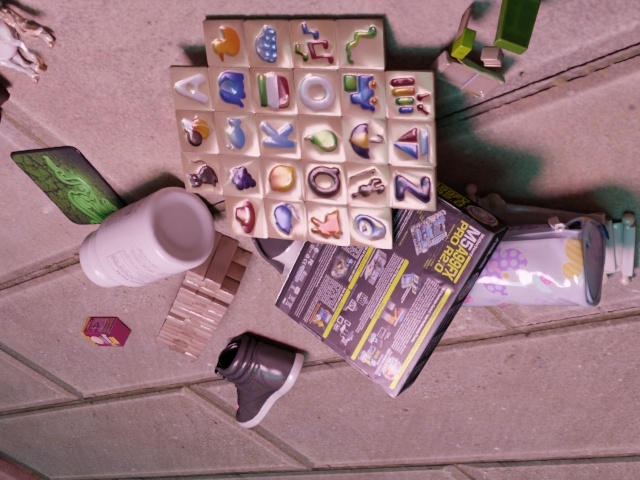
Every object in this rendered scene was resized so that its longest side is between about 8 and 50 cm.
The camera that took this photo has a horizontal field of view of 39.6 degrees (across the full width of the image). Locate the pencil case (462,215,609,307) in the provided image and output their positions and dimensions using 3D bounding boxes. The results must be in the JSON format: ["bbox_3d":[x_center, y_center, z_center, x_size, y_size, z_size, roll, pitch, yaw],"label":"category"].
[{"bbox_3d":[0.233,0.030,1.167,0.273,0.113,0.124,-3,148,32],"label":"pencil case"}]

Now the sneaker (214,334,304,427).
[{"bbox_3d":[-0.151,0.278,1.797,0.147,0.104,0.295,27,141,-8],"label":"sneaker"}]

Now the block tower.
[{"bbox_3d":[-0.213,0.108,1.578,0.091,0.097,0.335,25,148,-6],"label":"block tower"}]

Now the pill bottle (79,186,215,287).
[{"bbox_3d":[-0.285,0.005,1.428,0.229,0.131,0.131,-19,131,44],"label":"pill bottle"}]

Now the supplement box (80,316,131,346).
[{"bbox_3d":[-0.452,0.193,1.876,0.083,0.043,0.055,-4,139,31],"label":"supplement box"}]

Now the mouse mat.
[{"bbox_3d":[-0.408,-0.087,1.476,0.153,0.007,0.189,-2,142,30],"label":"mouse mat"}]

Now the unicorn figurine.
[{"bbox_3d":[-0.424,-0.256,1.197,0.111,0.060,0.162,28,130,-12],"label":"unicorn figurine"}]

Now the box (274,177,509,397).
[{"bbox_3d":[0.083,0.035,1.156,0.216,0.060,0.270,35,117,19],"label":"box"}]

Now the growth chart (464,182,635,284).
[{"bbox_3d":[0.310,-0.001,1.207,0.237,0.021,0.172,11,147,14],"label":"growth chart"}]

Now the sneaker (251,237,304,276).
[{"bbox_3d":[0.000,0.000,1.309,0.146,0.122,0.330,-18,134,19],"label":"sneaker"}]

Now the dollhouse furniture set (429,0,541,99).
[{"bbox_3d":[0.178,-0.212,0.965,0.076,0.058,0.152,17,167,-10],"label":"dollhouse furniture set"}]

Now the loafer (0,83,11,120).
[{"bbox_3d":[-0.526,-0.177,1.334,0.078,0.080,0.220,33,145,-19],"label":"loafer"}]

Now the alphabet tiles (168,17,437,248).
[{"bbox_3d":[-0.025,-0.128,1.087,0.343,0.011,0.285,5,117,21],"label":"alphabet tiles"}]
